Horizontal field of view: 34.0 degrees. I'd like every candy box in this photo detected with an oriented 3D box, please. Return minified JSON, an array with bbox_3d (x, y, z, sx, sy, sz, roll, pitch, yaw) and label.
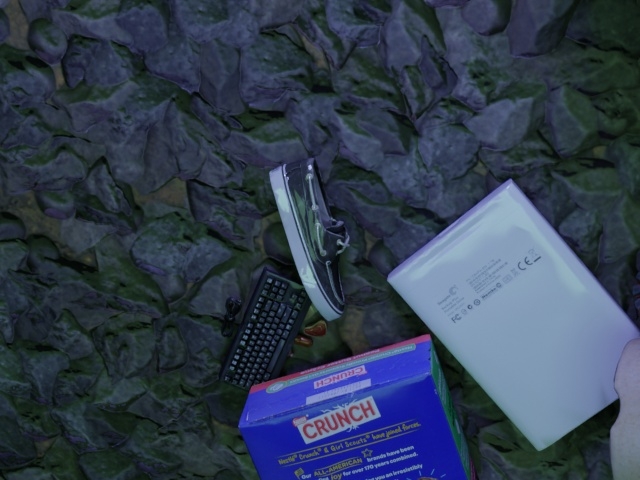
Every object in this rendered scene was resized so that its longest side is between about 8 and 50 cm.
[{"bbox_3d":[0.070,0.319,1.432,0.268,0.122,0.317,-17,110,9],"label":"candy box"}]

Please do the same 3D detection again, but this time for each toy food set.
[{"bbox_3d":[-0.041,0.124,1.453,0.122,0.019,0.078,-16,104,13],"label":"toy food set"}]

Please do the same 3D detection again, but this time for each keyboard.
[{"bbox_3d":[-0.089,0.124,1.437,0.108,0.023,0.180,24,108,1],"label":"keyboard"}]

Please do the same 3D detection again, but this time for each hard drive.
[{"bbox_3d":[0.272,0.103,1.393,0.210,0.040,0.319,-39,98,17],"label":"hard drive"}]

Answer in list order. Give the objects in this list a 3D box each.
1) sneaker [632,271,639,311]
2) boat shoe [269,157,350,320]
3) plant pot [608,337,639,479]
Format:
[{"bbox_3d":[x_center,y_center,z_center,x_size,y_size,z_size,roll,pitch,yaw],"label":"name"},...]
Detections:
[{"bbox_3d":[0.527,0.003,1.301,0.299,0.121,0.112,-44,126,17],"label":"sneaker"},{"bbox_3d":[0.000,0.000,1.379,0.070,0.078,0.219,-17,103,14],"label":"boat shoe"},{"bbox_3d":[0.512,0.231,1.220,0.305,0.334,0.334,-1,108,29],"label":"plant pot"}]
